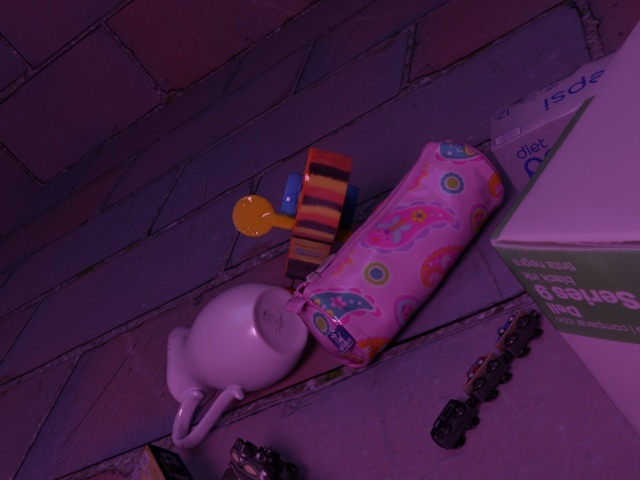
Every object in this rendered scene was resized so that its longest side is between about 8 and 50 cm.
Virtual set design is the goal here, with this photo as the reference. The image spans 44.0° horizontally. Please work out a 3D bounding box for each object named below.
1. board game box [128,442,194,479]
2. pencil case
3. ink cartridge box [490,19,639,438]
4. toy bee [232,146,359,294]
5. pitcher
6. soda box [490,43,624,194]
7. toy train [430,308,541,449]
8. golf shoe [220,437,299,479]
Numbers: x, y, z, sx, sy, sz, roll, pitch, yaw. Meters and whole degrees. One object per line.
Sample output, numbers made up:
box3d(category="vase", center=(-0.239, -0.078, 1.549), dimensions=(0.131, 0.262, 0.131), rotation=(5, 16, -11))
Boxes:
box3d(category="board game box", center=(-0.158, 0.321, 0.750), dimensions=(0.165, 0.042, 0.243), rotation=(-62, 27, -1))
box3d(category="pencil case", center=(0.087, 0.011, 0.899), dimensions=(0.284, 0.124, 0.124), rotation=(-47, 26, -17))
box3d(category="ink cartridge box", center=(0.257, 0.028, 0.436), dimensions=(0.211, 0.289, 0.121), rotation=(-51, 24, -23))
box3d(category="toy bee", center=(0.000, 0.000, 1.026), dimensions=(0.195, 0.298, 0.162), rotation=(7, 77, 19))
box3d(category="pitcher", center=(-0.111, 0.153, 0.961), dimensions=(0.207, 0.125, 0.178), rotation=(-31, 45, 42))
box3d(category="soda box", center=(0.330, -0.144, 0.845), dimensions=(0.286, 0.098, 0.091), rotation=(-26, 27, 27))
box3d(category="toy train", center=(0.153, 0.125, 0.729), dimensions=(0.158, 0.027, 0.036), rotation=(-49, 16, -18))
box3d(category="golf shoe", center=(-0.041, 0.263, 0.730), dimensions=(0.094, 0.077, 0.198), rotation=(-61, 26, -5))
